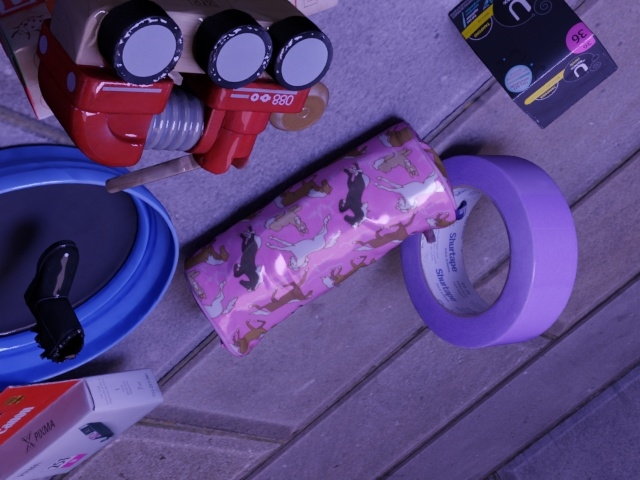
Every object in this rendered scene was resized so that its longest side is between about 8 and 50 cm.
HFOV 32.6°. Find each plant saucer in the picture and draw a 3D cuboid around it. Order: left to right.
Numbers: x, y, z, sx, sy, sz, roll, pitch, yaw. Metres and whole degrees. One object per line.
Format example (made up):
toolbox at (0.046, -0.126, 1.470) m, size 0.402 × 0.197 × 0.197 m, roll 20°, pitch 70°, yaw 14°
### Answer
plant saucer at (-0.024, -0.163, 1.360) m, size 0.083 × 0.015 × 0.083 m, roll -21°, pitch 147°, yaw -15°

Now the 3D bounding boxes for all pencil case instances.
pencil case at (0.000, 0.000, 1.479) m, size 0.386 × 0.167 × 0.160 m, roll -31°, pitch -177°, yaw 2°

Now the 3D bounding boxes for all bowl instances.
bowl at (-0.365, 0.040, 1.309) m, size 0.391 × 0.077 × 0.391 m, roll -21°, pitch 147°, yaw -14°

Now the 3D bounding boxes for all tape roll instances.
tape roll at (0.235, 0.015, 1.573) m, size 0.090 × 0.275 × 0.275 m, roll -2°, pitch 139°, yaw -36°

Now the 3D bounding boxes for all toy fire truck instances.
toy fire truck at (-0.139, -0.108, 0.920) m, size 0.217 × 0.158 × 0.246 m, roll -4°, pitch 128°, yaw -38°

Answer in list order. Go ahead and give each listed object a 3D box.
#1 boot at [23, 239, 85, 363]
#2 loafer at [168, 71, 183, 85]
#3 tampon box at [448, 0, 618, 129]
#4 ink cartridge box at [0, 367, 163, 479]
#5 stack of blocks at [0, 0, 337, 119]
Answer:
boot at (-0.295, 0.073, 1.244) m, size 0.045 × 0.099 × 0.121 m, roll 1°, pitch 137°, yaw -42°
loafer at (-0.120, -0.185, 1.211) m, size 0.148 × 0.056 × 0.050 m, roll 10°, pitch 137°, yaw -46°
tampon box at (0.259, -0.243, 1.339) m, size 0.120 × 0.161 × 0.101 m, roll -40°, pitch 147°, yaw 15°
ink cartridge box at (-0.396, 0.273, 1.552) m, size 0.238 × 0.060 × 0.275 m, roll -2°, pitch 151°, yaw -49°
stack of blocks at (-0.153, -0.246, 0.992) m, size 0.297 × 0.171 × 0.087 m, roll -23°, pitch 148°, yaw -13°
